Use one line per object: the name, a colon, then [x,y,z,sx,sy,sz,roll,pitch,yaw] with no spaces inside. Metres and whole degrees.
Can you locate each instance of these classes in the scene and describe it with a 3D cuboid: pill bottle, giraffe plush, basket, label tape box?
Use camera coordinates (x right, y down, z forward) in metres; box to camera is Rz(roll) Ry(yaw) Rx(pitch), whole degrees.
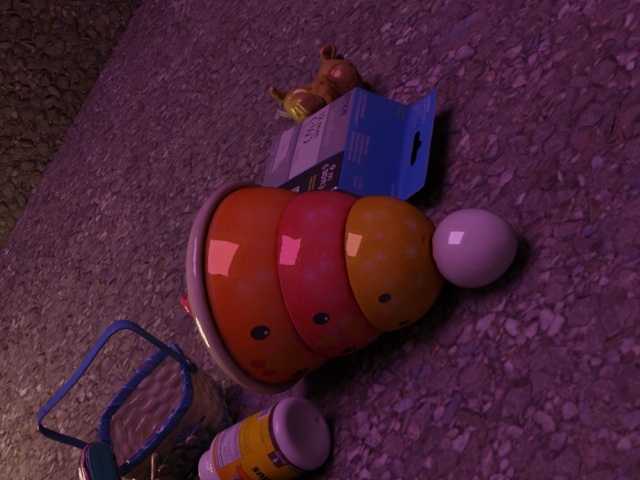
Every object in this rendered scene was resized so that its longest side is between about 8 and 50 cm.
pill bottle: [-0.094,0.335,1.595,0.215,0.117,0.117,-33,36,35]
giraffe plush: [0.022,-0.294,2.049,0.170,0.181,0.210,-46,45,-9]
basket: [-0.315,0.291,1.788,0.255,0.289,0.201,-49,28,12]
label tape box: [0.041,-0.140,1.826,0.347,0.115,0.249,-29,38,41]

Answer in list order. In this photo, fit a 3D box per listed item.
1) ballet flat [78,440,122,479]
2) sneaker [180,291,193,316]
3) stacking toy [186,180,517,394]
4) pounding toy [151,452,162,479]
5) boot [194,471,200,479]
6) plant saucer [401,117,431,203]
ballet flat: [-0.353,0.442,1.667,0.079,0.076,0.221,-56,49,45]
sneaker: [-0.188,0.033,2.031,0.116,0.136,0.314,-20,44,44]
stacking toy: [0.066,0.036,1.548,0.479,0.350,0.351,-13,47,30]
pounding toy: [-0.275,0.449,1.716,0.130,0.141,0.100,-30,37,37]
boot: [-0.163,0.382,1.736,0.114,0.037,0.106,-53,31,-7]
plant saucer: [0.119,-0.112,1.835,0.241,0.037,0.241,-37,33,29]
